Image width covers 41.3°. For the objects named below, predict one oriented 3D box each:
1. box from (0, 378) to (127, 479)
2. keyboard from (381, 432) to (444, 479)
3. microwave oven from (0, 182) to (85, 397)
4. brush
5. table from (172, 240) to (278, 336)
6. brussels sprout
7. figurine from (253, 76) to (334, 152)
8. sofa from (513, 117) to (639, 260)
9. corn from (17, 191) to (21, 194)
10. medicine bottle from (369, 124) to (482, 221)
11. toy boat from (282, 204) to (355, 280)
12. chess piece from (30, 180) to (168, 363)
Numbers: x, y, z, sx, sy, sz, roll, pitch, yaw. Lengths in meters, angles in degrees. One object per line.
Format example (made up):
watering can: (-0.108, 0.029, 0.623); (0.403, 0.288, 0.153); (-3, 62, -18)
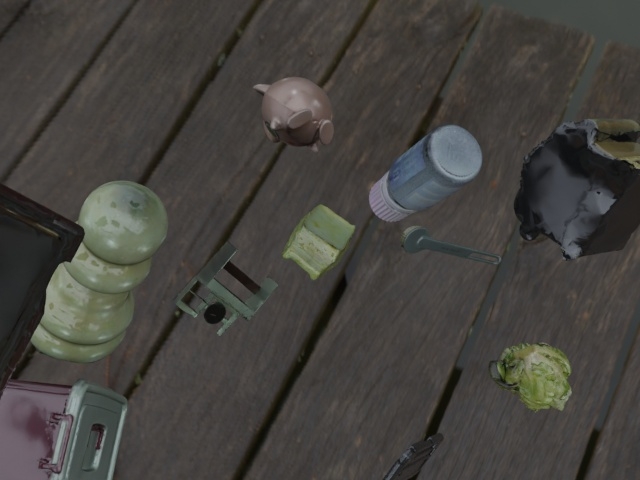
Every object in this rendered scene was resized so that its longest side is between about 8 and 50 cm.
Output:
box: (-0.428, 0.312, 1.333); (0.168, 0.294, 0.193); (10, 75, 4)
keyboard: (0.163, 0.394, 1.512); (0.016, 0.262, 0.106); (39, 98, 20)
microwave oven: (-0.316, 0.005, 0.527); (0.188, 0.247, 0.178); (16, 77, 32)
brush: (0.279, 0.018, 1.787); (0.266, 0.062, 0.027); (14, 23, -32)
table: (-0.202, 0.113, 1.816); (0.175, 0.146, 0.062); (-49, 37, -4)
brussels sprout: (0.217, 0.136, 0.886); (0.085, 0.058, 0.085); (-24, 35, 18)
figurine: (-0.043, -0.212, 1.421); (0.125, 0.125, 0.138); (-34, 39, -15)
sofa: (0.500, -0.106, 1.578); (0.200, 0.258, 0.182); (-7, 42, -40)
corn: (-0.488, -0.009, 1.069); (0.237, 0.079, 0.079); (-12, 60, -13)
medicine bottle: (0.134, -0.083, 1.152); (0.083, 0.203, 0.083); (7, 72, -22)
toy boat: (0.003, -0.005, 1.685); (0.111, 0.276, 0.084); (34, 107, 3)
chess piece: (-0.347, 0.039, 1.351); (0.182, 0.330, 0.182); (21, 43, -20)
